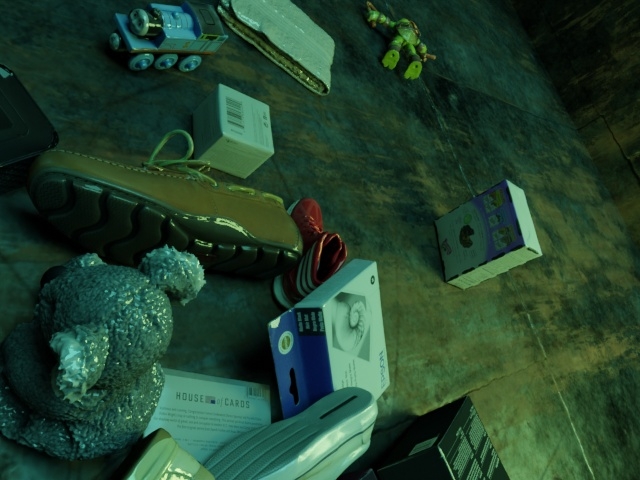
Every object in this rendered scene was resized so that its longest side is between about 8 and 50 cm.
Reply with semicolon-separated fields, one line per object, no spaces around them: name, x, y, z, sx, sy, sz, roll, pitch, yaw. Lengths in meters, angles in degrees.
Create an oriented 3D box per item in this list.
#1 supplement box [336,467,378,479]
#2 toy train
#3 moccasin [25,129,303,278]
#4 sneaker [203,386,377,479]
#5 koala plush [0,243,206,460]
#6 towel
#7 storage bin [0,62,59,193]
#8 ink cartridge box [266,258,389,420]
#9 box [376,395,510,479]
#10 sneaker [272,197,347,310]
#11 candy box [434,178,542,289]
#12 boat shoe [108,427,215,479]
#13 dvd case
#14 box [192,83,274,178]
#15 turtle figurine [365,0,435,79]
supplement box;0.052;0.406;0.732;0.104;0.081;0.188;-17;78;-50
toy train;-0.240;-0.324;0.909;0.184;0.105;0.080;-19;79;-51
moccasin;-0.182;-0.049;0.758;0.380;0.139;0.147;9;52;-40
sneaker;-0.024;0.268;0.695;0.258;0.094;0.091;-15;107;-36
koala plush;-0.210;0.095;0.549;0.203;0.221;0.196;48;40;-3
towel;-0.080;-0.443;1.203;0.282;0.049;0.187;31;46;-28
storage bin;-0.395;-0.107;0.616;0.122;0.084;0.180;54;40;-3
ink cartridge box;0.024;0.167;0.816;0.224;0.045;0.223;-33;121;-50
box;0.198;0.360;0.843;0.184;0.103;0.261;63;20;11
sneaker;0.000;0.000;0.918;0.087;0.128;0.221;30;46;-30
candy box;0.352;-0.009;1.236;0.070;0.196;0.165;22;50;-36
boat shoe;-0.199;0.312;0.497;0.098;0.109;0.302;44;46;-9
dvd case;-0.132;0.276;0.671;0.179;0.029;0.238;21;50;-36
box;-0.141;-0.171;0.921;0.102;0.087;0.101;17;53;-40
turtle figurine;0.234;-0.535;1.561;0.269;0.087;0.217;30;46;-29
